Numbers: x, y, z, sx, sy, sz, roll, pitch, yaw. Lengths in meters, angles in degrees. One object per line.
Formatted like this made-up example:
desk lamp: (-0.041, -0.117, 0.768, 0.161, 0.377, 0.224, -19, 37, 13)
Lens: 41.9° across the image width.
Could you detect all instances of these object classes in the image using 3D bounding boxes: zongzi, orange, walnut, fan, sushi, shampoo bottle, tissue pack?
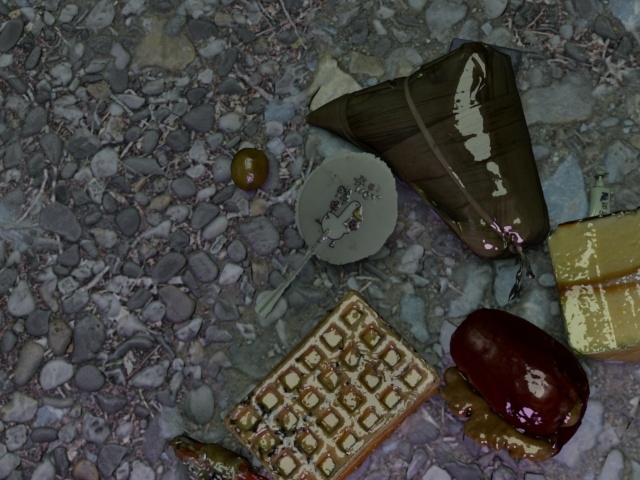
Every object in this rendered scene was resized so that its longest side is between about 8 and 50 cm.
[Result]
zongzi: (0.223, -0.103, 1.728, 0.467, 0.218, 0.500, -16, 87, 37)
orange: (-0.154, -0.153, 1.806, 0.085, 0.085, 0.095, 13, 84, 13)
walnut: (0.346, 0.272, 1.539, 0.269, 0.222, 0.244, 34, 74, 32)
fan: (0.000, 0.000, 1.712, 0.233, 0.012, 0.415, 42, 100, 27)
sushi: (-0.206, 0.452, 1.634, 0.226, 0.097, 0.103, 16, 81, 15)
shampoo bottle: (0.563, -0.075, 1.691, 0.049, 0.034, 0.141, 2, 73, 16)
tissue pack: (0.345, -0.370, 1.801, 0.156, 0.051, 0.112, 15, 75, 13)

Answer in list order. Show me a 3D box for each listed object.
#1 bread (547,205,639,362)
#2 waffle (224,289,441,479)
bread: (0.558, 0.070, 1.508, 0.198, 0.236, 0.263, 5, 68, -30)
waffle: (0.025, 0.315, 1.631, 0.376, 0.114, 0.261, -45, 75, -5)
